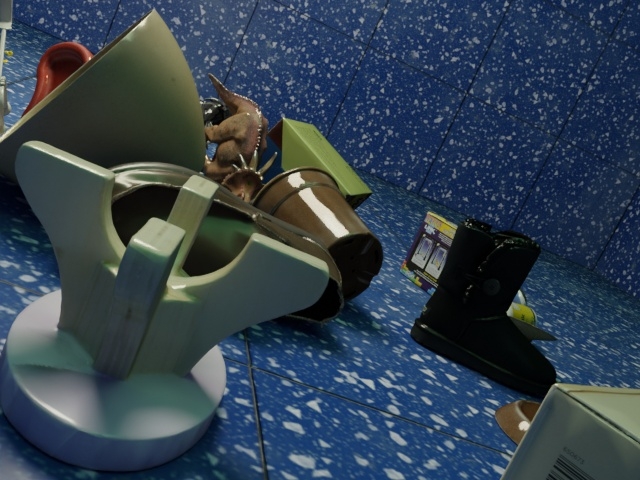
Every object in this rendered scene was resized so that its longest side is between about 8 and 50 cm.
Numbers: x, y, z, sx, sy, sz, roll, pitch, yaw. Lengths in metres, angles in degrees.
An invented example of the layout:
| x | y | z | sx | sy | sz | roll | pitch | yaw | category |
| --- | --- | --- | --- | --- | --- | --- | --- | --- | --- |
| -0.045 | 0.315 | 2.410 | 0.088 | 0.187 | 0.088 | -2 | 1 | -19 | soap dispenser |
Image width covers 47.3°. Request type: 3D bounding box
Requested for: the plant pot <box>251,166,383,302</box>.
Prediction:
| x | y | z | sx | sy | sz | roll | pitch | yaw | category |
| --- | --- | --- | --- | --- | --- | --- | --- | --- | --- |
| 0.000 | 0.000 | 1.095 | 0.167 | 0.167 | 0.165 | 14 | 23 | -43 | plant pot |

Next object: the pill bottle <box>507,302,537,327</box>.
| x | y | z | sx | sy | sz | roll | pitch | yaw | category |
| --- | --- | --- | --- | --- | --- | --- | --- | --- | --- |
| 0.346 | 0.145 | 1.370 | 0.116 | 0.065 | 0.065 | 16 | 14 | -35 | pill bottle |

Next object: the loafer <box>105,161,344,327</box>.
| x | y | z | sx | sy | sz | roll | pitch | yaw | category |
| --- | --- | --- | --- | --- | --- | --- | --- | --- | --- |
| -0.105 | 0.012 | 0.846 | 0.366 | 0.133 | 0.130 | 16 | 14 | -37 | loafer |

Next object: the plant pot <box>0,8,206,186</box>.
| x | y | z | sx | sy | sz | roll | pitch | yaw | category |
| --- | --- | --- | --- | --- | --- | --- | --- | --- | --- |
| -0.262 | -0.136 | 0.958 | 0.191 | 0.284 | 0.284 | 49 | 1 | -23 | plant pot |

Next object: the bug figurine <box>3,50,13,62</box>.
| x | y | z | sx | sy | sz | roll | pitch | yaw | category |
| --- | --- | --- | --- | --- | --- | --- | --- | --- | --- |
| -0.728 | -0.378 | 1.440 | 0.216 | 0.072 | 0.279 | 8 | 17 | -22 | bug figurine |

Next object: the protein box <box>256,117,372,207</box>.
| x | y | z | sx | sy | sz | roll | pitch | yaw | category |
| --- | --- | --- | --- | --- | --- | --- | --- | --- | --- |
| -0.027 | -0.121 | 1.461 | 0.200 | 0.136 | 0.201 | 49 | 15 | 6 | protein box |

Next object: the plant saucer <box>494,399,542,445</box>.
| x | y | z | sx | sy | sz | roll | pitch | yaw | category |
| --- | --- | --- | --- | --- | --- | --- | --- | --- | --- |
| 0.299 | 0.246 | 0.907 | 0.169 | 0.029 | 0.168 | 23 | 11 | -5 | plant saucer |

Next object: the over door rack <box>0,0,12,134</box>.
| x | y | z | sx | sy | sz | roll | pitch | yaw | category |
| --- | --- | --- | --- | --- | --- | --- | --- | --- | --- |
| -0.543 | -0.249 | 0.982 | 0.240 | 0.108 | 0.324 | 3 | 40 | -23 | over door rack |

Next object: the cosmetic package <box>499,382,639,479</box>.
| x | y | z | sx | sy | sz | roll | pitch | yaw | category |
| --- | --- | --- | --- | --- | --- | --- | --- | --- | --- |
| 0.286 | 0.224 | 0.647 | 0.309 | 0.160 | 0.113 | 15 | 15 | -45 | cosmetic package |

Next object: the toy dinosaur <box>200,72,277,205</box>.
| x | y | z | sx | sy | sz | roll | pitch | yaw | category |
| --- | --- | --- | --- | --- | --- | --- | --- | --- | --- |
| -0.134 | -0.151 | 1.254 | 0.127 | 0.295 | 0.200 | 5 | -9 | -32 | toy dinosaur |

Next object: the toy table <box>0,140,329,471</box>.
| x | y | z | sx | sy | sz | roll | pitch | yaw | category |
| --- | --- | --- | --- | --- | --- | --- | --- | --- | --- |
| -0.139 | 0.041 | 0.586 | 0.252 | 0.160 | 0.274 | 21 | 13 | -18 | toy table |

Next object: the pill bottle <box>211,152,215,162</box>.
| x | y | z | sx | sy | sz | roll | pitch | yaw | category |
| --- | --- | --- | --- | --- | --- | --- | --- | --- | --- |
| -0.185 | -0.144 | 1.515 | 0.086 | 0.086 | 0.152 | 22 | 12 | -14 | pill bottle |

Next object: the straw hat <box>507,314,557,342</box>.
| x | y | z | sx | sy | sz | roll | pitch | yaw | category |
| --- | --- | --- | --- | --- | --- | --- | --- | --- | --- |
| 0.318 | 0.166 | 1.221 | 0.145 | 0.061 | 0.144 | 25 | -6 | 3 | straw hat |

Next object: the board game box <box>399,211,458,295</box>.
| x | y | z | sx | sy | sz | roll | pitch | yaw | category |
| --- | --- | --- | --- | --- | --- | --- | --- | --- | --- |
| 0.247 | 0.040 | 1.443 | 0.048 | 0.141 | 0.170 | 16 | 15 | -37 | board game box |

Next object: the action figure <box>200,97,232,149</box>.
| x | y | z | sx | sy | sz | roll | pitch | yaw | category |
| --- | --- | --- | --- | --- | --- | --- | --- | --- | --- |
| -0.274 | -0.224 | 1.512 | 0.276 | 0.140 | 0.164 | -2 | 6 | -8 | action figure |

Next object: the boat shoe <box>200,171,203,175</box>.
| x | y | z | sx | sy | sz | roll | pitch | yaw | category |
| --- | --- | --- | --- | --- | --- | --- | --- | --- | --- |
| -0.250 | -0.090 | 1.143 | 0.255 | 0.079 | 0.095 | 29 | 12 | 18 | boat shoe |

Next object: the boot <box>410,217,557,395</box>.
| x | y | z | sx | sy | sz | roll | pitch | yaw | category |
| --- | --- | --- | --- | --- | --- | --- | --- | --- | --- |
| 0.281 | 0.097 | 1.088 | 0.247 | 0.207 | 0.094 | 25 | 11 | -3 | boot |

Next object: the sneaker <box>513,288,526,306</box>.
| x | y | z | sx | sy | sz | roll | pitch | yaw | category |
| --- | --- | --- | --- | --- | --- | --- | --- | --- | --- |
| 0.340 | 0.102 | 1.574 | 0.211 | 0.080 | 0.081 | 29 | 33 | 21 | sneaker |

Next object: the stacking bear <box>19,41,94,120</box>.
| x | y | z | sx | sy | sz | roll | pitch | yaw | category |
| --- | --- | --- | --- | --- | --- | --- | --- | --- | --- |
| -0.341 | -0.200 | 1.276 | 0.164 | 0.175 | 0.289 | -1 | -20 | 37 | stacking bear |
